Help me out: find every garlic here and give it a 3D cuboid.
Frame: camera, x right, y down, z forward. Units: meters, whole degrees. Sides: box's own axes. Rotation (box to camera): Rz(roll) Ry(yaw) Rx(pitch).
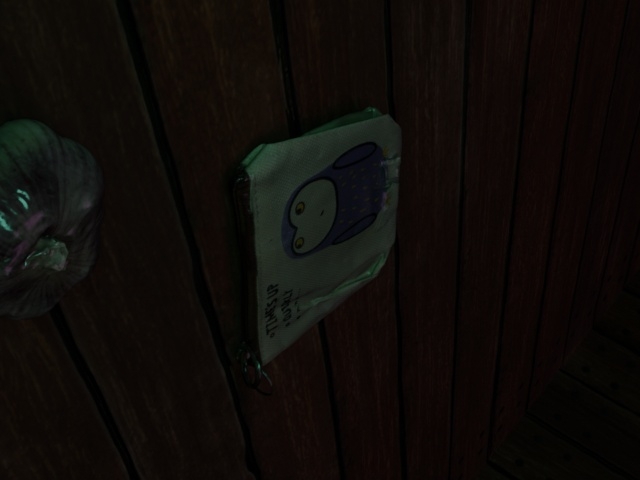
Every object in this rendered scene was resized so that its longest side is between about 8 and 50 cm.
[{"bbox_3d":[-0.226,-0.006,0.754,0.159,0.102,0.147,-59,154,-1],"label":"garlic"}]

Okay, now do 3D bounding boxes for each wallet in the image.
[{"bbox_3d":[-0.003,-0.001,1.162,0.275,0.068,0.335,-36,143,-34],"label":"wallet"}]
